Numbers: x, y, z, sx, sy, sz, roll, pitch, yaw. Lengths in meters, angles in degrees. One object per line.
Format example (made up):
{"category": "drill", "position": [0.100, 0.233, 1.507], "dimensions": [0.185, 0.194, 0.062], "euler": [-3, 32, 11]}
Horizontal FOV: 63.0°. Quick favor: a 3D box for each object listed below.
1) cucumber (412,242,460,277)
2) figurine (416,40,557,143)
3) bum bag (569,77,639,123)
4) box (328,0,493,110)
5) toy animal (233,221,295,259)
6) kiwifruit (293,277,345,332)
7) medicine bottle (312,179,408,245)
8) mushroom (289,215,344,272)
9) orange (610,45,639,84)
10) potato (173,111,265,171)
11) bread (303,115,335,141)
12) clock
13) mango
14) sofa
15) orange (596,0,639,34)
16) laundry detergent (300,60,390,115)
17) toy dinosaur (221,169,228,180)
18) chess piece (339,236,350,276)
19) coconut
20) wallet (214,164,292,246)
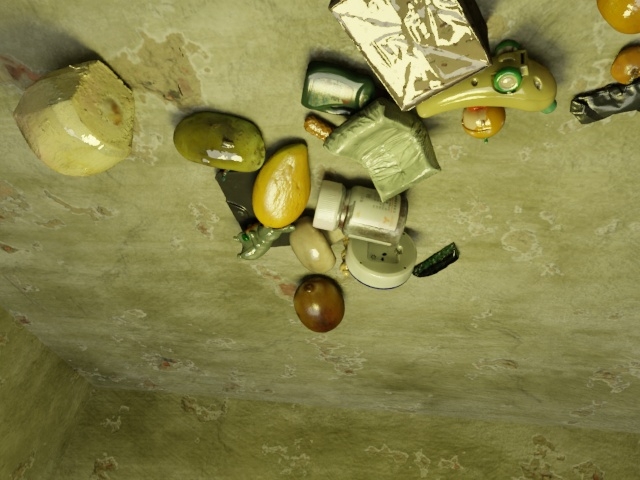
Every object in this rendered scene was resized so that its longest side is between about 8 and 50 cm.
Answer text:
{"category": "cucumber", "position": [0.419, 0.083, 1.864], "dimensions": [0.071, 0.046, 0.220], "euler": [22, 141, -27]}
{"category": "figurine", "position": [0.397, -0.343, 1.270], "dimensions": [0.325, 0.124, 0.222], "euler": [-6, 142, 26]}
{"category": "bum bag", "position": [0.709, -0.332, 1.259], "dimensions": [0.198, 0.049, 0.087], "euler": [-12, 132, 28]}
{"category": "box", "position": [0.195, -0.469, 1.100], "dimensions": [0.225, 0.190, 0.297], "euler": [-22, 132, 33]}
{"category": "toy animal", "position": [-0.185, -0.023, 1.760], "dimensions": [0.236, 0.108, 0.138], "euler": [-34, 156, 23]}
{"category": "kiwifruit", "position": [-0.008, 0.250, 2.059], "dimensions": [0.196, 0.195, 0.234], "euler": [-9, 138, 23]}
{"category": "medicine bottle", "position": [0.122, -0.087, 1.620], "dimensions": [0.274, 0.165, 0.165], "euler": [14, 142, -2]}
{"category": "mushroom", "position": [0.000, 0.000, 1.765], "dimensions": [0.204, 0.204, 0.204], "euler": [7, 142, 5]}
{"category": "orange", "position": [0.698, -0.393, 1.175], "dimensions": [0.086, 0.062, 0.086], "euler": [8, 140, 7]}
{"category": "potato", "position": [-0.299, -0.271, 1.494], "dimensions": [0.272, 0.111, 0.160], "euler": [14, 121, 3]}
{"category": "bread", "position": [0.022, -0.298, 1.472], "dimensions": [0.157, 0.044, 0.052], "euler": [28, 145, -19]}
{"category": "clock", "position": [0.199, 0.048, 1.715], "dimensions": [0.231, 0.230, 0.083], "euler": [11, 142, 0]}
{"category": "mango", "position": [-0.114, -0.160, 1.597], "dimensions": [0.177, 0.119, 0.316], "euler": [7, 127, -18]}
{"category": "sofa", "position": [0.160, -0.233, 1.368], "dimensions": [0.210, 0.175, 0.225], "euler": [-26, 154, 36]}
{"category": "orange", "position": [0.616, -0.486, 1.015], "dimensions": [0.136, 0.159, 0.159], "euler": [41, 160, 37]}
{"category": "laundry detergent", "position": [0.066, -0.377, 1.339], "dimensions": [0.222, 0.078, 0.144], "euler": [12, 144, -5]}
{"category": "toy dinosaur", "position": [-0.263, -0.240, 1.595], "dimensions": [0.055, 0.049, 0.154], "euler": [33, 119, -15]}
{"category": "chess piece", "position": [0.094, 0.047, 1.789], "dimensions": [0.060, 0.172, 0.060], "euler": [6, 143, 4]}
{"category": "coconut", "position": [-0.661, -0.320, 1.419], "dimensions": [0.255, 0.297, 0.297], "euler": [-12, 137, 25]}
{"category": "wallet", "position": [-0.212, -0.111, 1.764], "dimensions": [0.197, 0.051, 0.377], "euler": [-2, 139, 14]}
